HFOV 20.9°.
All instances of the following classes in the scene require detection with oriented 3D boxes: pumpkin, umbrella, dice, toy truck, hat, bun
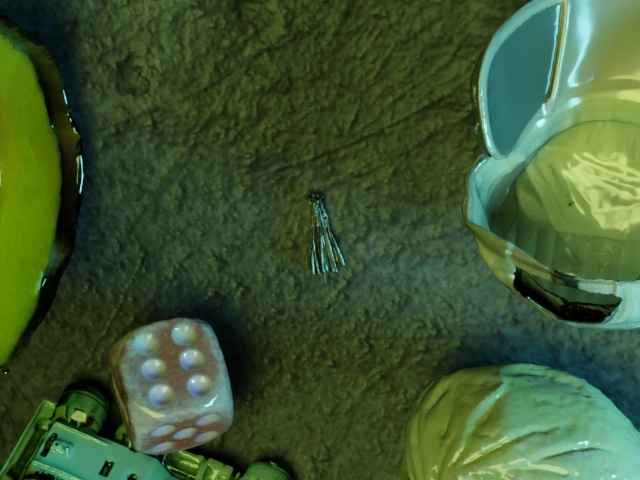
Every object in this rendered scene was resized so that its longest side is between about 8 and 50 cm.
[{"bbox_3d":[-0.337,-0.049,1.433,0.225,0.256,0.303,9,91,21],"label":"pumpkin"},{"bbox_3d":[0.001,-0.001,1.464,0.031,0.020,0.083,-1,106,19],"label":"umbrella"},{"bbox_3d":[-0.130,0.126,1.499,0.091,0.094,0.093,104,149,-61],"label":"dice"},{"bbox_3d":[-0.151,0.245,1.576,0.259,0.128,0.135,17,141,11],"label":"toy truck"},{"bbox_3d":[0.225,-0.068,1.291,0.232,0.161,0.275,13,91,11],"label":"hat"},{"bbox_3d":[0.154,0.225,1.405,0.244,0.153,0.244,18,118,38],"label":"bun"}]
